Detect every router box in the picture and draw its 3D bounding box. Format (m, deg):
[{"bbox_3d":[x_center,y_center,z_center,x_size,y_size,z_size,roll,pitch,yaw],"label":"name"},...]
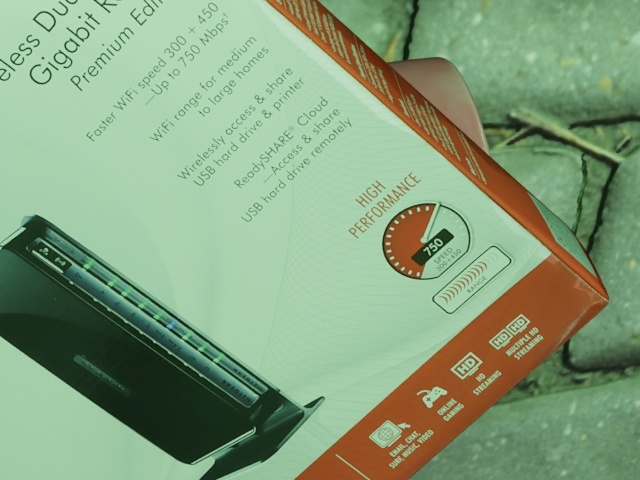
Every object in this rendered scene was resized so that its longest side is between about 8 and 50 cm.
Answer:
[{"bbox_3d":[-0.089,0.035,0.634,0.301,0.082,0.335,38,109,-22],"label":"router box"}]

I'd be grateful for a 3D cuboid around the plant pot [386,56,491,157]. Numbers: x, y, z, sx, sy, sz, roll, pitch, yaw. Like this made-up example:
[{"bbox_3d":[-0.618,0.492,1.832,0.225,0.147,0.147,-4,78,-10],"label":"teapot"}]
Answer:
[{"bbox_3d":[0.000,0.000,0.780,0.180,0.201,0.201,-9,123,-6],"label":"plant pot"}]
